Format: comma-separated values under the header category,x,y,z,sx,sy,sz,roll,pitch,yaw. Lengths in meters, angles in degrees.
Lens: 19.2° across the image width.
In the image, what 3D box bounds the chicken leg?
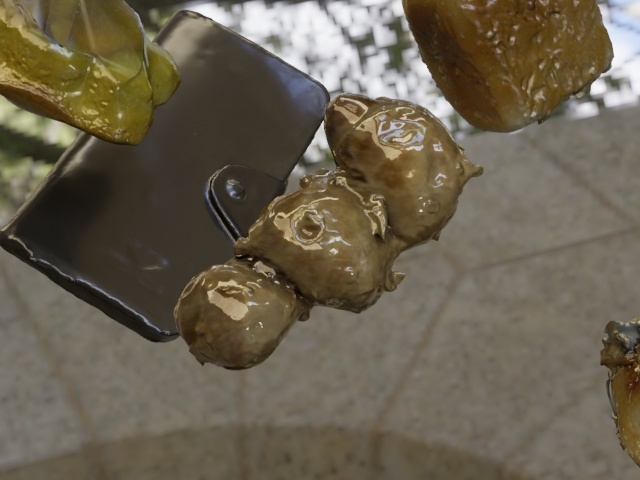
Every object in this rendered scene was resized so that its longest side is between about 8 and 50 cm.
category,x,y,z,sx,sy,sz,roll,pitch,yaw
chicken leg,0.295,0.136,1.545,0.196,0.080,0.125,-138,-132,-56

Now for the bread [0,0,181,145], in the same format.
category,x,y,z,sx,sy,sz,roll,pitch,yaw
bread,-0.232,-0.176,1.631,0.088,0.233,0.161,-57,-173,43

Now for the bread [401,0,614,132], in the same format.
category,x,y,z,sx,sy,sz,roll,pitch,yaw
bread,0.206,-0.246,2.175,0.176,0.195,0.246,18,-40,61

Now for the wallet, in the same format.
category,x,y,z,sx,sy,sz,roll,pitch,yaw
wallet,-0.135,-0.063,1.772,0.197,0.377,0.051,32,-42,0

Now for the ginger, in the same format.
category,x,y,z,sx,sy,sz,roll,pitch,yaw
ginger,0.000,0.000,1.117,0.104,0.204,0.080,43,-11,0
